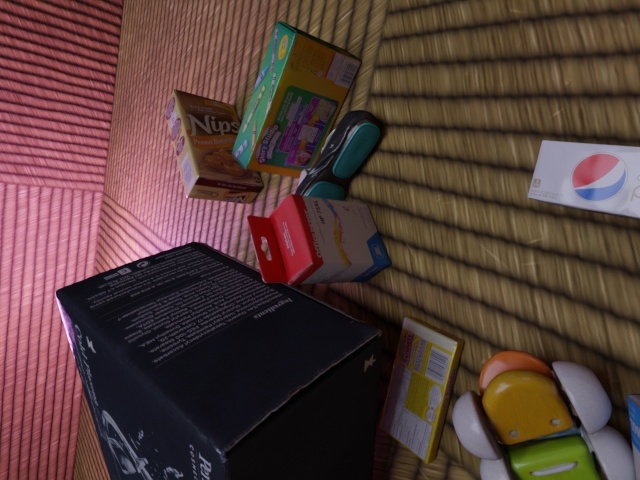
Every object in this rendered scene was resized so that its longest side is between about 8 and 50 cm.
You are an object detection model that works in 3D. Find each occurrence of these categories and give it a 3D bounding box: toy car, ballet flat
[{"bbox_3d":[0.252,0.214,0.496,0.159,0.136,0.182,-26,97,18],"label":"toy car"},{"bbox_3d":[0.018,-0.134,0.838,0.280,0.095,0.096,-53,40,21],"label":"ballet flat"}]

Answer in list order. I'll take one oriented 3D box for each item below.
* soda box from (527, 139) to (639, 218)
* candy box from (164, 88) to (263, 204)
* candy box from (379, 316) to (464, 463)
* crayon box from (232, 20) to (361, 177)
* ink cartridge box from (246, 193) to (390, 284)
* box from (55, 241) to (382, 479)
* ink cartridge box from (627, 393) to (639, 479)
[{"bbox_3d":[0.347,-0.058,0.449,0.216,0.069,0.074,22,105,49],"label":"soda box"},{"bbox_3d":[-0.291,-0.250,1.130,0.087,0.183,0.316,-45,55,38],"label":"candy box"},{"bbox_3d":[0.161,0.239,0.686,0.105,0.027,0.206,22,105,51],"label":"candy box"},{"bbox_3d":[-0.054,-0.270,0.863,0.081,0.165,0.278,50,124,39],"label":"crayon box"},{"bbox_3d":[0.000,0.000,0.733,0.078,0.231,0.134,-41,58,41],"label":"ink cartridge box"},{"bbox_3d":[-0.172,0.314,0.732,0.472,0.297,0.480,19,120,37],"label":"box"},{"bbox_3d":[0.366,0.248,0.357,0.148,0.086,0.203,-4,84,22],"label":"ink cartridge box"}]
